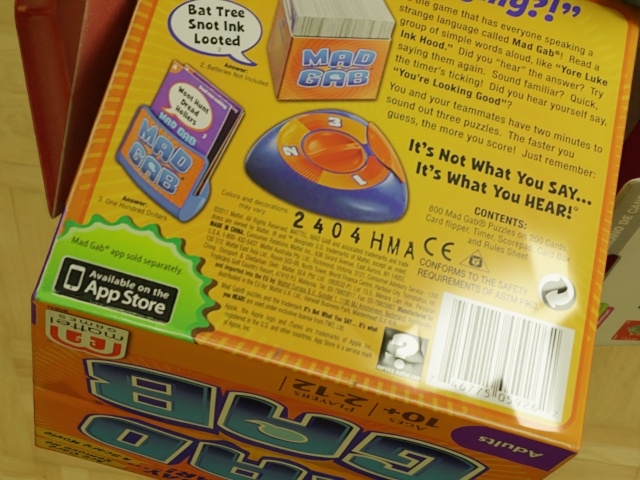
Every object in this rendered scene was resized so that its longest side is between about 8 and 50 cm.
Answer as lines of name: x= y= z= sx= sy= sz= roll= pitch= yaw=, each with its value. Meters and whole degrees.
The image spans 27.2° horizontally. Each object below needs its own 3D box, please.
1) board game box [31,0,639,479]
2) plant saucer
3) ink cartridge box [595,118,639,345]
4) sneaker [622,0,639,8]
board game box: x=0.000 y=0.000 z=1.039 sx=0.357 sy=0.356 sz=0.356 roll=16 pitch=154 yaw=-4
plant saucer: x=-0.195 y=-0.194 z=1.045 sx=0.048 sy=0.259 sz=0.258 roll=-2 pitch=140 yaw=-20
ink cartridge box: x=0.317 y=-0.028 z=1.066 sx=0.272 sy=0.130 sz=0.309 roll=0 pitch=153 yaw=-9
sneaker: x=0.372 y=-0.232 z=0.964 sx=0.385 sy=0.145 sz=0.147 roll=4 pitch=119 yaw=2
